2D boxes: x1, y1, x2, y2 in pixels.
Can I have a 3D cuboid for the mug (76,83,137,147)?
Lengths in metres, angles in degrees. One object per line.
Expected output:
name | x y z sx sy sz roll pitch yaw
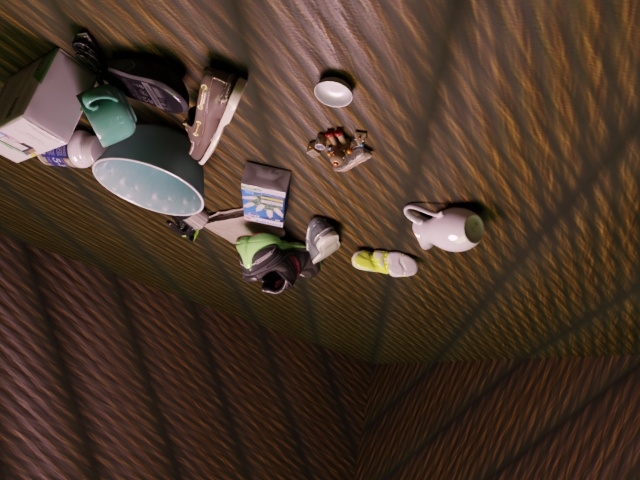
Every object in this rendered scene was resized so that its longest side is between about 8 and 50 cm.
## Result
mug | -0.481 -0.289 1.208 0.157 0.097 0.130 33 147 60

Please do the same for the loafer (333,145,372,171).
loafer | 0.082 -0.204 1.365 0.039 0.045 0.125 19 156 -31

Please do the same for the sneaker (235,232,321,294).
sneaker | -0.155 0.100 1.940 0.185 0.203 0.482 -5 169 29

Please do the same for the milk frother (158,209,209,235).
milk frother | -0.497 -0.106 1.876 0.143 0.129 0.135 51 -177 37

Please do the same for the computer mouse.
computer mouse | -0.409 -0.375 1.201 0.272 0.072 0.188 22 162 10

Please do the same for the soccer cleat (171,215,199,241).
soccer cleat | -0.517 -0.054 2.015 0.060 0.073 0.179 5 157 19

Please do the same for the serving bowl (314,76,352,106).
serving bowl | 0.030 -0.321 1.127 0.083 0.027 0.083 12 158 5

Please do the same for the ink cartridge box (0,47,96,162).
ink cartridge box | -0.699 -0.322 1.296 0.278 0.202 0.117 -5 152 38

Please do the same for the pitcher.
pitcher | 0.348 -0.046 1.517 0.177 0.126 0.207 43 158 -25

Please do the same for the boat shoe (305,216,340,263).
boat shoe | 0.000 0.000 1.874 0.099 0.116 0.319 55 170 11

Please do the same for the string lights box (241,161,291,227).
string lights box | -0.167 -0.135 1.621 0.133 0.077 0.260 12 158 -1

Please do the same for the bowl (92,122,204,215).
bowl | -0.457 -0.211 1.484 0.311 0.163 0.312 10 158 4

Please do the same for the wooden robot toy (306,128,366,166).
wooden robot toy | 0.033 -0.221 1.299 0.173 0.079 0.076 -2 154 31

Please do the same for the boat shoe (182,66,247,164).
boat shoe | -0.269 -0.291 1.259 0.096 0.117 0.324 25 152 -16

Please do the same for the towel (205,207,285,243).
towel | -0.283 -0.052 1.929 0.282 0.049 0.187 -7 152 38

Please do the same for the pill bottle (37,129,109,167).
pill bottle | -0.729 -0.271 1.558 0.186 0.112 0.112 6 157 17

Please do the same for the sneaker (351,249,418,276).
sneaker | 0.234 0.081 1.940 0.239 0.091 0.126 11 176 3
